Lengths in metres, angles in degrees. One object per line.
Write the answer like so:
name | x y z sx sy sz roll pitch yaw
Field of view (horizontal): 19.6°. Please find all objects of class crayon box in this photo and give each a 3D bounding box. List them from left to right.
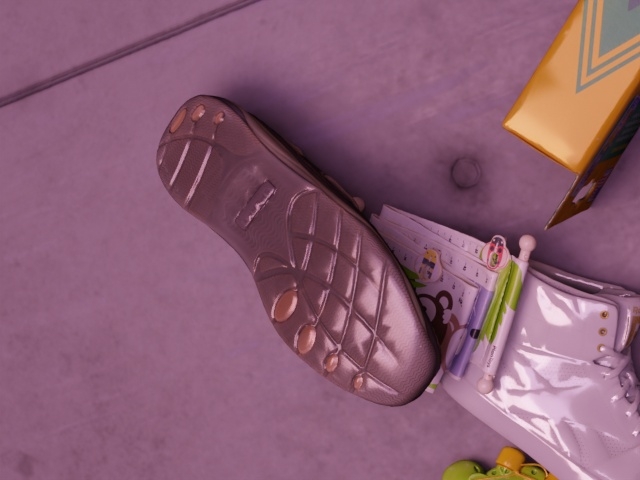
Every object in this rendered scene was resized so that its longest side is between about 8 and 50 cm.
crayon box | 0.262 -0.172 1.566 0.083 0.203 0.323 34 105 12

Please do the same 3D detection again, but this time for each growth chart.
growth chart | 0.088 0.054 1.704 0.237 0.021 0.172 16 97 40

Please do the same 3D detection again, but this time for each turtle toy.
turtle toy | 0.172 0.242 1.716 0.130 0.066 0.095 25 80 16

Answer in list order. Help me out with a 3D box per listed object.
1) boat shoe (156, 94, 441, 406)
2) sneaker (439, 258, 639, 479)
boat shoe | 0.000 0.000 1.687 0.132 0.130 0.355 -47 67 21
sneaker | 0.264 0.135 1.653 0.292 0.108 0.169 34 108 13
